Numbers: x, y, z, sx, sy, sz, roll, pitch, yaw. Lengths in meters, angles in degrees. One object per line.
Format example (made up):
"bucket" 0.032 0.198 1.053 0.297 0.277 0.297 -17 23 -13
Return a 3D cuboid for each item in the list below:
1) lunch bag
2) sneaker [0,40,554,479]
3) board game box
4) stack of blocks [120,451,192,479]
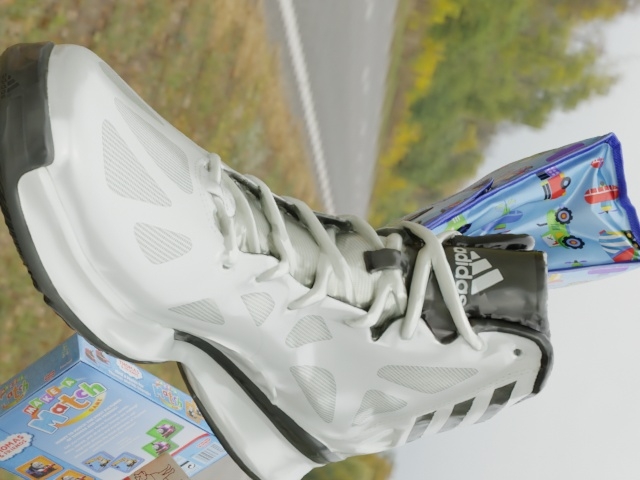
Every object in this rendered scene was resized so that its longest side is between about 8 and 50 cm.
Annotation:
"lunch bag" 0.133 0.010 1.405 0.221 0.293 0.138 -17 -90 66
"sneaker" 0.000 -0.001 0.905 0.447 0.258 0.169 52 27 -50
"board game box" -0.205 0.179 1.327 0.160 0.211 0.039 -34 -135 21
"stack of blocks" -0.202 0.313 1.159 0.171 0.087 0.297 -29 160 -42
